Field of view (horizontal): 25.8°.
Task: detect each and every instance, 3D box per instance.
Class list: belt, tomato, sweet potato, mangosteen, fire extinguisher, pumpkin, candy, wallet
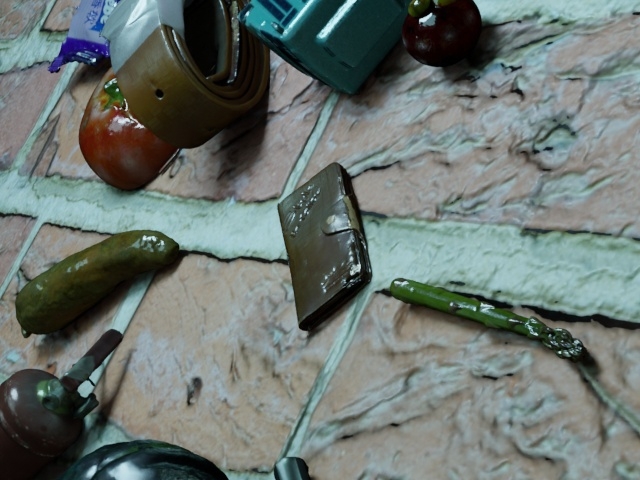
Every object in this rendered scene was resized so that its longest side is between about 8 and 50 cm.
[{"bbox_3d":[-0.156,-0.224,1.635,0.105,0.184,0.261,-36,38,31],"label":"belt"},{"bbox_3d":[-0.233,-0.177,1.798,0.225,0.085,0.225,-36,34,30],"label":"tomato"},{"bbox_3d":[-0.270,0.042,1.666,0.273,0.075,0.075,-28,42,32],"label":"sweet potato"},{"bbox_3d":[0.115,-0.207,1.355,0.081,0.081,0.081,-34,38,32],"label":"mangosteen"},{"bbox_3d":[-0.349,0.218,1.594,0.337,0.106,0.147,-39,11,24],"label":"fire extinguisher"},{"bbox_3d":[-0.163,0.282,1.215,0.220,0.162,0.220,-31,49,44],"label":"pumpkin"},{"bbox_3d":[-0.301,-0.358,2.063,0.145,0.070,0.275,14,69,50],"label":"candy"},{"bbox_3d":[0.000,0.000,1.373,0.095,0.026,0.176,-38,37,24],"label":"wallet"}]

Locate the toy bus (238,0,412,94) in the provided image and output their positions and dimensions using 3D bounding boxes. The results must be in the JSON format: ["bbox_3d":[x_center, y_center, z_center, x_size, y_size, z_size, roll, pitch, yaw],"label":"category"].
[{"bbox_3d":[0.047,-0.283,1.469,0.256,0.128,0.147,-50,34,6],"label":"toy bus"}]

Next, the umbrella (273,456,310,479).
[{"bbox_3d":[-0.008,0.254,1.116,0.071,0.071,0.248,-47,34,14],"label":"umbrella"}]

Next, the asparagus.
[{"bbox_3d":[0.135,0.062,1.137,0.248,0.024,0.025,18,84,56],"label":"asparagus"}]
